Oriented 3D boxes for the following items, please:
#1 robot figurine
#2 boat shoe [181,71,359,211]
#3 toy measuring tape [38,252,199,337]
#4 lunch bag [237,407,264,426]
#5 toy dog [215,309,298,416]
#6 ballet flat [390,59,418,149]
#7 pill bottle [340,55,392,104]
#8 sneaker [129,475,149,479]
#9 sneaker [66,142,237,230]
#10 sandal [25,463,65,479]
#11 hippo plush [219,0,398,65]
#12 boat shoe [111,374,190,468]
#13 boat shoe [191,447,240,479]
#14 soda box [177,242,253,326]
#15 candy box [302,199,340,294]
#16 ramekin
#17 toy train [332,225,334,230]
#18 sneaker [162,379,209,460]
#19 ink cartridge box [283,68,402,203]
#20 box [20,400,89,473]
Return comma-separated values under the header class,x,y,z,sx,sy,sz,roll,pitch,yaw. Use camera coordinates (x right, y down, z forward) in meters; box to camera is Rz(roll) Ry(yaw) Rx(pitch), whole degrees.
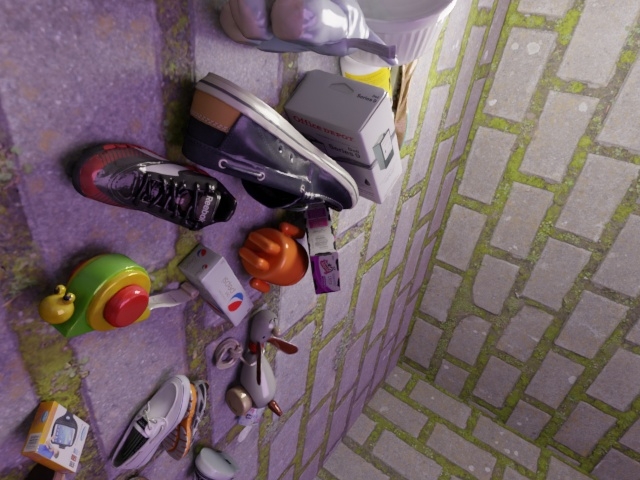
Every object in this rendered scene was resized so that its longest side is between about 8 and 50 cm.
class,x,y,z,sx,sy,sz,roll,pitch,yaw
robot figurine,-0.105,0.043,0.986,0.219,0.128,0.158,34,51,-64
boat shoe,-0.079,-0.142,0.827,0.156,0.187,0.500,-61,149,4
toy measuring tape,-0.304,0.075,0.682,0.330,0.121,0.121,-7,119,-69
lunch bag,-0.226,0.559,1.303,0.083,0.053,0.071,29,86,-55
toy dog,-0.156,0.377,1.148,0.220,0.161,0.333,-42,146,-39
ballet flat,0.206,-0.424,1.192,0.124,0.116,0.342,-13,126,-33
pill bottle,0.113,-0.414,0.998,0.119,0.119,0.208,-55,153,-18
sneaker,-0.459,0.704,0.974,0.099,0.153,0.282,-14,95,-54
sneaker,-0.238,-0.077,0.634,0.276,0.135,0.097,9,106,-62
sandal,-0.510,0.504,0.693,0.240,0.088,0.079,-60,148,-20
hippo plush,-0.011,-0.422,0.618,0.234,0.294,0.236,-56,154,-70
boat shoe,-0.365,0.399,0.870,0.226,0.083,0.076,-62,155,-3
boat shoe,-0.321,0.686,1.179,0.105,0.113,0.306,-46,164,-21
soda box,-0.223,0.104,0.884,0.069,0.074,0.216,-52,151,-24
candy box,0.000,0.000,1.055,0.159,0.071,0.233,84,-3,-48
ramekin,0.137,-0.485,0.837,0.273,0.273,0.127,-54,165,-20
toy train,0.012,0.017,1.297,0.036,0.027,0.158,-12,125,-45
sneaker,-0.324,0.441,0.988,0.083,0.084,0.215,-7,118,-65
ink cartridge box,0.065,-0.238,0.963,0.121,0.211,0.289,-56,152,-13
box,-0.445,0.342,0.690,0.136,0.028,0.081,81,2,-47
